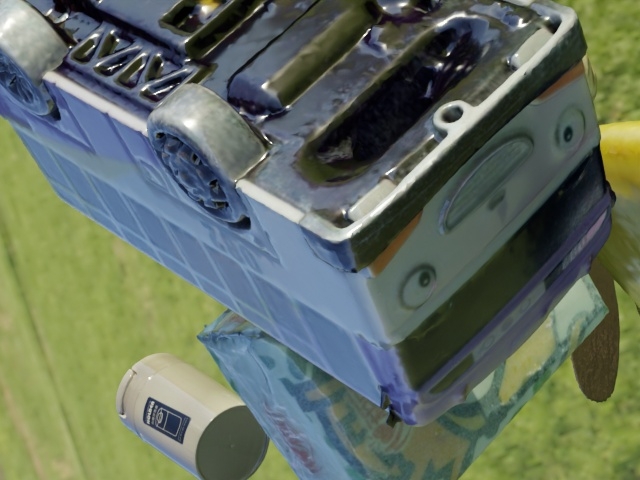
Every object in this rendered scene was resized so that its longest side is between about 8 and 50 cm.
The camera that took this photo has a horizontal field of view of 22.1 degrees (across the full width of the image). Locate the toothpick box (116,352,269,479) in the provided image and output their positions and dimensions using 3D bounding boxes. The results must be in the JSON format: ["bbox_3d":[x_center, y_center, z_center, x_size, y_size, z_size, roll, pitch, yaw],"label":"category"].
[{"bbox_3d":[-0.154,0.214,1.962,0.180,0.111,0.111,26,137,49],"label":"toothpick box"}]

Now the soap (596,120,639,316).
[{"bbox_3d":[0.338,0.050,1.117,0.427,0.115,0.306,42,167,-35],"label":"soap"}]

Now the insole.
[{"bbox_3d":[0.322,0.030,1.960,0.007,0.111,0.328,-12,73,43],"label":"insole"}]

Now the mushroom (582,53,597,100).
[{"bbox_3d":[0.187,-0.138,1.535,0.154,0.154,0.123,115,144,-74],"label":"mushroom"}]

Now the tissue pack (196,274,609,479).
[{"bbox_3d":[0.078,0.069,1.396,0.128,0.311,0.228,-3,124,57],"label":"tissue pack"}]

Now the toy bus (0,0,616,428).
[{"bbox_3d":[-0.028,-0.073,1.065,0.440,0.209,0.249,29,155,43],"label":"toy bus"}]
